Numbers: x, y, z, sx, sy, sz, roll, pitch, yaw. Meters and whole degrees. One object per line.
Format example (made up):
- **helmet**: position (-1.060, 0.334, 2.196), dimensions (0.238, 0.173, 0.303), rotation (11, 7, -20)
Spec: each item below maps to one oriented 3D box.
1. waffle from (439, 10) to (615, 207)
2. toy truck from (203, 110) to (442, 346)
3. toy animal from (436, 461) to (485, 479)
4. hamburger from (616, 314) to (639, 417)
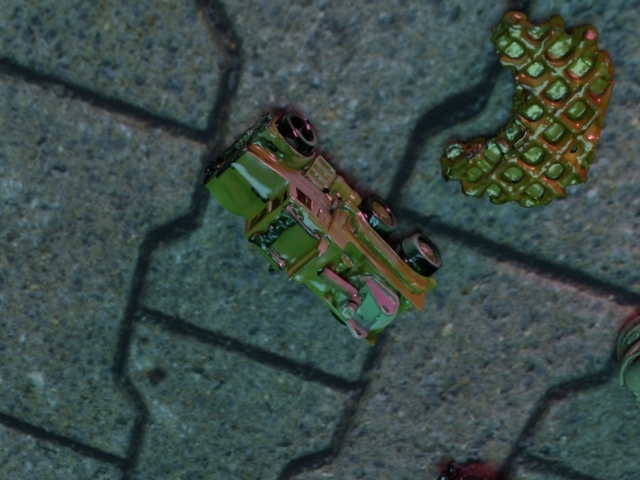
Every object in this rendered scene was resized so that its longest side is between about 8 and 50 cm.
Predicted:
- **waffle**: position (0.198, -0.119, 0.851), dimensions (0.148, 0.051, 0.194), rotation (9, 119, 6)
- **toy truck**: position (-0.002, -0.003, 0.907), dimensions (0.128, 0.135, 0.259), rotation (-38, 100, 26)
- **toy animal**: position (0.217, 0.378, 1.055), dimensions (0.232, 0.084, 0.148), rotation (39, 118, 13)
- **hamburger**: position (0.385, 0.136, 0.936), dimensions (0.133, 0.062, 0.140), rotation (-15, 115, 20)
